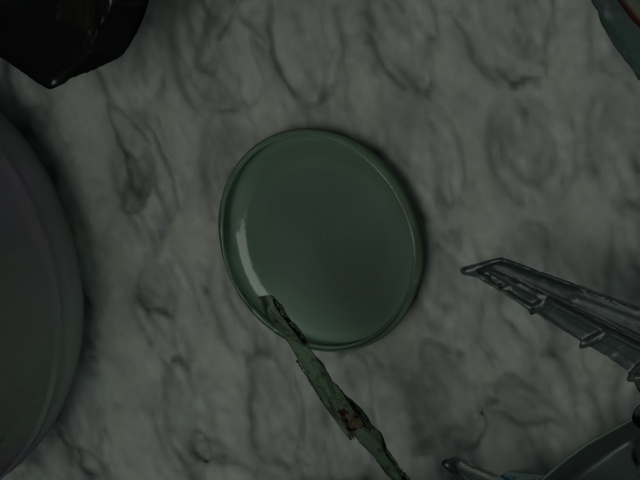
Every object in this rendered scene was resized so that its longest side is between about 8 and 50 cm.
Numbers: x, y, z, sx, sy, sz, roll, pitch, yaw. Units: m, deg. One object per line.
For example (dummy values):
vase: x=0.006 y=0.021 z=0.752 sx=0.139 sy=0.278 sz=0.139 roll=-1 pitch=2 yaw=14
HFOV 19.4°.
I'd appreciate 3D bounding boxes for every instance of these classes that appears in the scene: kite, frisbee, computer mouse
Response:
kite: x=0.046 y=0.122 z=0.861 sx=0.229 sy=0.012 sz=0.250 roll=-8 pitch=122 yaw=53
frisbee: x=0.000 y=0.000 z=0.894 sx=0.110 sy=0.014 sz=0.110 roll=9 pitch=109 yaw=28
computer mouse: x=-0.139 y=-0.135 z=0.908 sx=0.172 sy=0.057 sz=0.099 roll=21 pitch=117 yaw=35

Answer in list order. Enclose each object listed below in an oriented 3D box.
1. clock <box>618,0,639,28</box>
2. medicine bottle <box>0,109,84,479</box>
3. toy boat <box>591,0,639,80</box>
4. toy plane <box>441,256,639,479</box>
clock: x=0.229 y=-0.165 z=0.609 sx=0.318 sy=0.080 sz=0.318 roll=1 pitch=117 yaw=3
medicine bottle: x=-0.296 y=0.052 z=0.892 sx=0.256 sy=0.325 sz=0.256 roll=10 pitch=110 yaw=28
toy boat: x=0.144 y=-0.179 z=0.731 sx=0.206 sy=0.096 sz=0.282 roll=17 pitch=125 yaw=19
toy plane: x=0.159 y=0.078 z=0.805 sx=0.226 sy=0.058 sz=0.226 roll=-30 pitch=106 yaw=32
